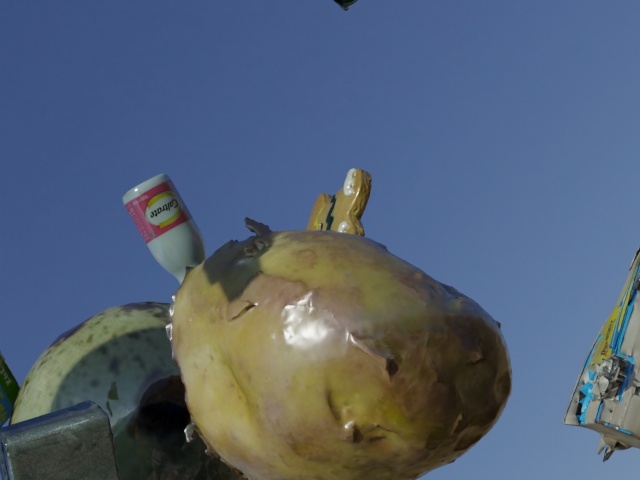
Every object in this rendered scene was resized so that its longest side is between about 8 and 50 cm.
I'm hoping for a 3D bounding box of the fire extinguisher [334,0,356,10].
[{"bbox_3d":[0.017,-0.198,1.151,0.025,0.083,0.038,0,-72,-4],"label":"fire extinguisher"}]

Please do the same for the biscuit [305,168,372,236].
[{"bbox_3d":[-0.002,-0.001,2.008,0.035,0.158,0.240,19,-29,-21],"label":"biscuit"}]

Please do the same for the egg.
[{"bbox_3d":[-0.245,0.292,1.940,0.345,0.345,0.427,30,-107,-66],"label":"egg"}]

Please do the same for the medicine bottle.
[{"bbox_3d":[-0.241,0.000,2.443,0.090,0.216,0.090,-30,0,0],"label":"medicine bottle"}]

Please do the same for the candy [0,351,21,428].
[{"bbox_3d":[-0.490,0.241,1.982,0.194,0.062,0.097,-52,-46,-40],"label":"candy"}]

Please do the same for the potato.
[{"bbox_3d":[0.032,0.105,1.387,0.289,0.300,0.237,-2,-11,-25],"label":"potato"}]

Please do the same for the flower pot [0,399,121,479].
[{"bbox_3d":[-0.251,0.283,1.478,0.108,0.229,0.103,-12,0,-21],"label":"flower pot"}]

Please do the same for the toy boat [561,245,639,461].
[{"bbox_3d":[0.246,0.062,1.076,0.066,0.084,0.210,110,-178,-69],"label":"toy boat"}]
